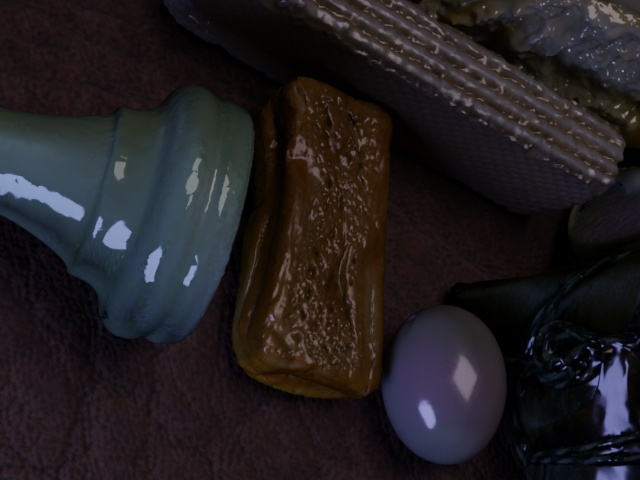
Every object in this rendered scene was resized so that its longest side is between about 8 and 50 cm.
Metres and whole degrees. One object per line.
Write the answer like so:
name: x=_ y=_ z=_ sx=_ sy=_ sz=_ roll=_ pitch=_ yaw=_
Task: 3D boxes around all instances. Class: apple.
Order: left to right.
apple: x=0.332 y=0.027 z=1.329 sx=0.120 sy=0.265 sz=0.193 roll=-44 pitch=104 yaw=-11

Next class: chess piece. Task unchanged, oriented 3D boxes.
chess piece: x=-0.213 y=-0.054 z=1.028 sx=0.299 sy=0.194 sz=0.194 roll=19 pitch=57 yaw=-15

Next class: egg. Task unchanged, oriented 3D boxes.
egg: x=0.102 y=0.119 z=1.192 sx=0.103 sy=0.103 sz=0.135 roll=14 pitch=62 yaw=-28

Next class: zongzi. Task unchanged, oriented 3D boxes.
zongzi: x=0.327 y=0.174 z=1.261 sx=0.362 sy=0.319 sz=0.383 roll=-8 pitch=89 yaw=-45

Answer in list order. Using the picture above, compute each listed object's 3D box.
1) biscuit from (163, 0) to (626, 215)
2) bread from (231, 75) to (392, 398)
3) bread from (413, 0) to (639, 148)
biscuit: x=0.068 y=-0.147 z=1.284 sx=0.426 sy=0.144 sz=0.078 roll=28 pitch=67 yaw=-22
bread: x=0.001 y=-0.001 z=1.203 sx=0.139 sy=0.077 sz=0.270 roll=20 pitch=58 yaw=-30
bread: x=0.252 y=-0.254 z=1.353 sx=0.316 sy=0.211 sz=0.270 roll=25 pitch=67 yaw=-17
